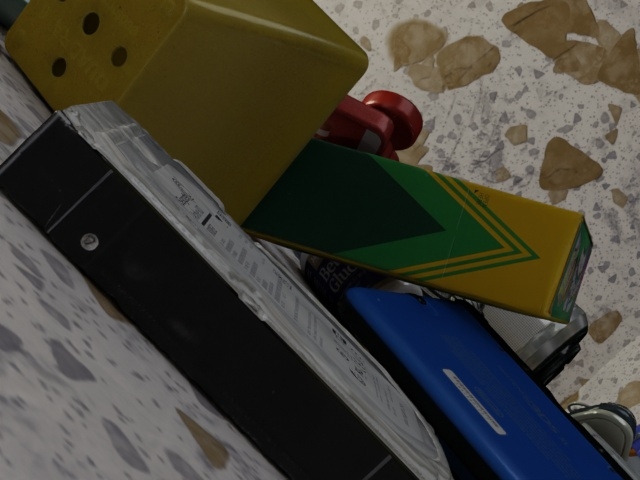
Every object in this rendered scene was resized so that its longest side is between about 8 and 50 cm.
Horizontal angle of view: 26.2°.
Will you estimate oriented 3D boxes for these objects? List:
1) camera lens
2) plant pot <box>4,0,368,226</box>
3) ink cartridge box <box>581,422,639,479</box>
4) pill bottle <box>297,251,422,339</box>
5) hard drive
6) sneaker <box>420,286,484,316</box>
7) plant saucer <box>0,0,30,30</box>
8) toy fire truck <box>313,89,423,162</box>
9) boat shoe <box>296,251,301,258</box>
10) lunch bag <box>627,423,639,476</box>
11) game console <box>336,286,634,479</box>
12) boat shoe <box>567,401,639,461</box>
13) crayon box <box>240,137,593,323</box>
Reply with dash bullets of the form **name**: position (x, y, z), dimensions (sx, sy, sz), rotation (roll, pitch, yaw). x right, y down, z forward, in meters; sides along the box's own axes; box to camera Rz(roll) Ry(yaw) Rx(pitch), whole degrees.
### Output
- **camera lens**: position (0.231, 0.105, 1.990), dimensions (0.274, 0.219, 0.219), rotation (48, 5, 14)
- **plant pot**: position (-0.129, -0.155, 1.149), dimensions (0.212, 0.212, 0.187), rotation (49, 17, 30)
- **ink cartridge box**: position (0.294, 0.295, 1.468), dimensions (0.128, 0.127, 0.176), rotation (46, 5, 0)
- **pill bottle**: position (0.035, 0.033, 1.604), dimensions (0.169, 0.094, 0.094), rotation (49, 5, 34)
- **hard drive**: position (-0.049, 0.050, 0.887), dimensions (0.339, 0.064, 0.237), rotation (45, 4, -5)
- **sneaker**: position (0.179, 0.125, 1.809), dimensions (0.343, 0.146, 0.134), rotation (47, 4, 3)
- **plant saucer**: position (-0.284, -0.223, 1.280), dimensions (0.195, 0.037, 0.195), rotation (47, 5, -5)
- **toy fire truck**: position (-0.007, -0.140, 2.083), dimensions (0.254, 0.169, 0.302), rotation (29, -30, 1)
- **boat shoe**: position (0.000, 0.000, 1.768), dimensions (0.066, 0.066, 0.183), rotation (56, 2, -42)
- **lunch bag**: position (0.547, 0.435, 1.942), dimensions (0.328, 0.239, 0.385), rotation (51, -1, 27)
- **game console**: position (0.132, 0.198, 1.127), dimensions (0.250, 0.173, 0.293), rotation (10, 30, -47)
- **boat shoe**: position (0.316, 0.247, 1.643), dimensions (0.095, 0.079, 0.254), rotation (40, -31, 14)
- **crayon box**: position (0.101, -0.009, 1.353), dimensions (0.313, 0.106, 0.363), rotation (16, 0, 13)
